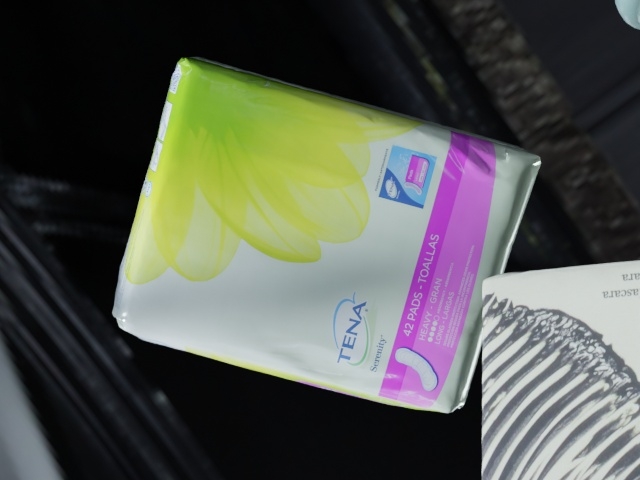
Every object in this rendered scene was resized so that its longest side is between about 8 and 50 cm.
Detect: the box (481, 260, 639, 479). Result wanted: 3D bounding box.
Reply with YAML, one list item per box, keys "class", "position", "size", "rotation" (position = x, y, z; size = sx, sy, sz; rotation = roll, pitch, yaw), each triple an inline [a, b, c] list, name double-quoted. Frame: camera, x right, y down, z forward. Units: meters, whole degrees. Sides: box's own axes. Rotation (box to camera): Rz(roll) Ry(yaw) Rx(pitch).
- class: "box"
  position: [0.140, 0.153, 0.796]
  size: [0.094, 0.113, 0.275]
  rotation: [33, -126, -58]

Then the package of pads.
- class: "package of pads"
  position: [0.000, 0.000, 1.334]
  size: [0.296, 0.229, 0.101]
  rotation: [16, -173, -6]

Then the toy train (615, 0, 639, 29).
- class: "toy train"
  position: [0.207, -0.182, 0.617]
  size: [0.334, 0.190, 0.142]
  rotation: [-9, -121, -37]
